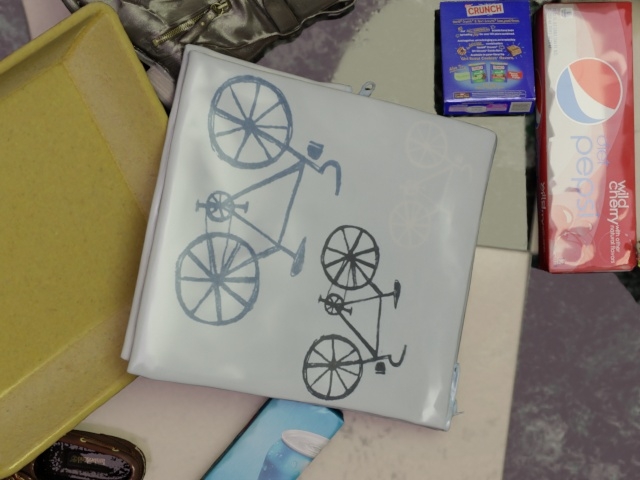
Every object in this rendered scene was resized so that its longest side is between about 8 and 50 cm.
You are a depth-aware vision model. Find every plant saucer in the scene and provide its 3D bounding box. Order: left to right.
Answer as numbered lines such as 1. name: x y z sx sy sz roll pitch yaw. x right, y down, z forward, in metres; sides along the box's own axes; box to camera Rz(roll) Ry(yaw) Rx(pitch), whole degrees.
1. plant saucer: -0.270 -0.004 1.655 0.333 0.081 0.332 -38 116 -28

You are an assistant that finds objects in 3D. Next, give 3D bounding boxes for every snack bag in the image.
1. snack bag: 0.000 0.000 1.718 0.343 0.037 0.323 12 83 -17

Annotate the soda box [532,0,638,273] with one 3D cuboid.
1. soda box: 0.259 -0.100 1.740 0.092 0.083 0.263 -2 91 0

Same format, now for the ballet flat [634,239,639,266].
1. ballet flat: 0.395 0.070 1.720 0.241 0.091 0.077 21 110 -20

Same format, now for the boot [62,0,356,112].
1. boot: -0.124 -0.262 1.736 0.229 0.091 0.263 -45 102 0

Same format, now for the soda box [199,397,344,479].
1. soda box: -0.069 0.233 1.754 0.071 0.067 0.210 40 91 -1

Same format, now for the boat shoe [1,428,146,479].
1. boat shoe: -0.276 0.216 1.750 0.207 0.073 0.073 1 92 1

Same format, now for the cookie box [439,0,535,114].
1. cookie box: 0.164 -0.180 1.744 0.092 0.040 0.107 -1 73 0
